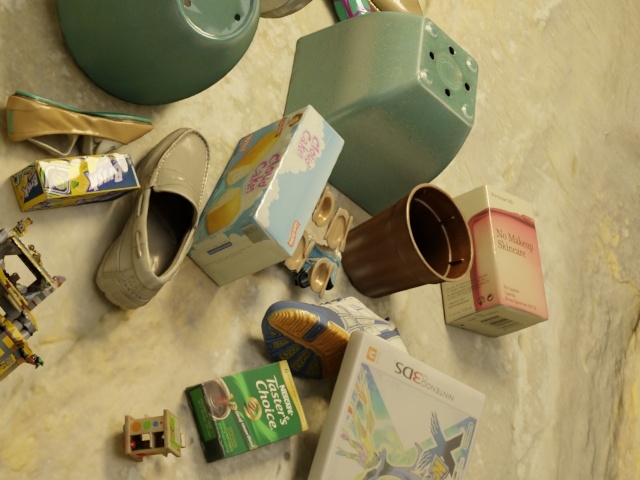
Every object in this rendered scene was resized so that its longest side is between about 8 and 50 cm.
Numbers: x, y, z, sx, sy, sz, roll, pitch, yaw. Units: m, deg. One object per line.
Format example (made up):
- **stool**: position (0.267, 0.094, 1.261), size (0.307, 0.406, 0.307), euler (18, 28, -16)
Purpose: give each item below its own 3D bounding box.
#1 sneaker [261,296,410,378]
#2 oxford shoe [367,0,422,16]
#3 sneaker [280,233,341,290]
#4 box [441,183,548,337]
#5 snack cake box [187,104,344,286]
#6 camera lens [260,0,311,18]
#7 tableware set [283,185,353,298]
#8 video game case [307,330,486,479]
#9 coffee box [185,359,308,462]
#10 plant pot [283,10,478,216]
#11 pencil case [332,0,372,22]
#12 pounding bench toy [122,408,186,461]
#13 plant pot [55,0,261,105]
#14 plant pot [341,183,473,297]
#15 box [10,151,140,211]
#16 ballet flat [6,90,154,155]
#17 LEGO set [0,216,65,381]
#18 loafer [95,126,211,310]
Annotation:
- **sneaker**: position (0.015, 0.141, 2.083), size (0.296, 0.112, 0.131), euler (28, 34, -40)
- **oxford shoe**: position (0.109, -0.542, 2.497), size (0.348, 0.130, 0.123), euler (60, 38, -7)
- **sneaker**: position (-0.026, 0.035, 2.101), size (0.162, 0.063, 0.073), euler (22, 60, -41)
- **box**: position (0.304, 0.039, 2.431), size (0.149, 0.127, 0.232), euler (18, 59, -43)
- **snack cake box**: position (-0.081, -0.069, 2.016), size (0.089, 0.152, 0.264), euler (47, 42, -23)
- **camera lens**: position (-0.111, -0.499, 2.147), size (0.274, 0.219, 0.219), euler (32, 49, -35)
- **tableware set**: position (0.000, 0.000, 2.053), size (0.141, 0.020, 0.168), euler (-65, 152, -14)
- **video game case**: position (0.110, 0.339, 2.038), size (0.300, 0.036, 0.329), euler (30, 71, -38)
- **coffee box**: position (-0.101, 0.239, 1.923), size (0.184, 0.040, 0.113), euler (-8, 77, -51)
- **plant pot**: position (0.120, -0.233, 2.255), size (0.248, 0.252, 0.247), euler (35, 48, -33)
- **pencil case**: position (0.050, -0.425, 2.423), size (0.151, 0.064, 0.070), euler (66, 22, 0)
- **pounding bench toy**: position (-0.216, 0.258, 1.769), size (0.083, 0.065, 0.052), euler (59, 24, -65)
- **plant pot**: position (-0.196, -0.337, 1.900), size (0.290, 0.195, 0.290), euler (-2, 94, -35)
- **plant pot**: position (0.133, 0.012, 2.214), size (0.167, 0.165, 0.167), euler (26, 53, -40)
- **box**: position (-0.323, -0.079, 1.812), size (0.169, 0.059, 0.054), euler (-12, 81, -51)
- **ballet flat**: position (-0.330, -0.149, 1.848), size (0.232, 0.080, 0.073), euler (8, 93, -45)
- **LEGO set**: position (-0.405, 0.002, 1.515), size (0.192, 0.255, 0.331), euler (-43, 95, -22)
- **loafer**: position (-0.208, -0.040, 1.884), size (0.112, 0.111, 0.319), euler (41, 45, -29)
